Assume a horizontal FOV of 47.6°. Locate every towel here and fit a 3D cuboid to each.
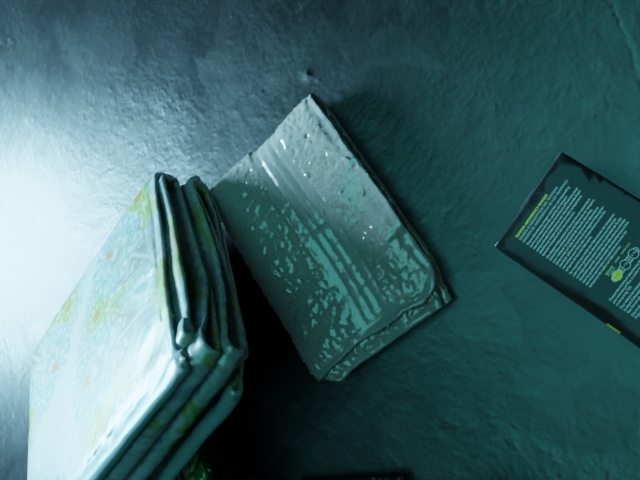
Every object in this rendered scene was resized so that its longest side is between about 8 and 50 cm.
[{"bbox_3d":[0.000,0.000,0.806,0.187,0.049,0.282,-40,73,19],"label":"towel"},{"bbox_3d":[-0.218,0.141,0.804,0.374,0.090,0.321,-50,36,23],"label":"towel"}]

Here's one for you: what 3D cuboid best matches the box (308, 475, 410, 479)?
[{"bbox_3d":[0.030,0.305,0.778,0.137,0.027,0.094,-12,58,25],"label":"box"}]

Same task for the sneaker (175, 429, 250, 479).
[{"bbox_3d":[-0.141,0.334,0.785,0.146,0.134,0.344,-23,66,3],"label":"sneaker"}]

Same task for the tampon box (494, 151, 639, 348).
[{"bbox_3d":[0.257,0.011,0.641,0.161,0.120,0.101,38,104,22],"label":"tampon box"}]
